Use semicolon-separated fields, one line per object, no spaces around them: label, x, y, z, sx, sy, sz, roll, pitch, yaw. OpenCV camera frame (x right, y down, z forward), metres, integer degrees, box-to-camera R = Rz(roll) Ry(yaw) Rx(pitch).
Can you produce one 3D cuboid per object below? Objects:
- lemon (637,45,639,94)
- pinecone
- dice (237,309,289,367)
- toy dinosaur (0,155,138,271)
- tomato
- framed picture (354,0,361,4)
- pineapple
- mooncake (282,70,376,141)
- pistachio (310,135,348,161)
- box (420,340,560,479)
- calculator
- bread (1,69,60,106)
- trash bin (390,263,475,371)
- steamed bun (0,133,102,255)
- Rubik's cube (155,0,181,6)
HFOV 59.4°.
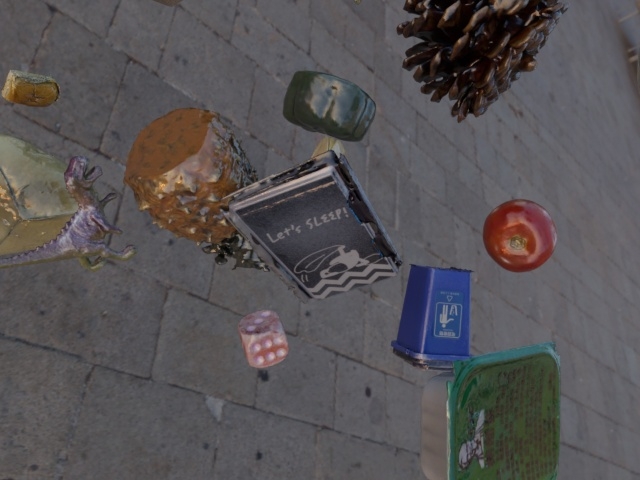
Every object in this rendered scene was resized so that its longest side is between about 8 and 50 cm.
lemon;0.608;-0.236;0.750;0.348;0.348;0.348;24;55;-40
pinecone;0.367;-0.499;1.360;0.397;0.397;0.398;24;55;-40
dice;-0.124;0.211;1.213;0.093;0.091;0.094;-17;119;-13
toy dinosaur;-0.417;-0.002;0.913;0.251;0.072;0.200;-45;137;-5
tomato;0.527;-0.015;1.491;0.195;0.195;0.136;62;27;-7
framed picture;0.045;-0.726;1.298;0.296;0.232;0.019;47;59;-7
pineapple;-0.134;-0.043;0.768;0.279;0.157;0.158;56;35;-49
mooncake;0.015;-0.252;1.075;0.168;0.175;0.104;14;95;-21
pistachio;0.021;-0.203;1.603;0.117;0.145;0.201;22;72;-2
box;0.277;0.305;0.933;0.336;0.106;0.264;2;88;-40
calculator;0.000;-0.001;0.740;0.274;0.165;0.028;54;21;-50
bread;-0.606;-0.314;1.181;0.053;0.072;0.106;52;28;21
trash bin;0.264;0.175;1.311;0.162;0.184;0.235;6;90;-17
steamed bun;-0.516;-0.072;1.022;0.212;0.110;0.231;0;111;-12
Rubik's cube;-0.328;-0.712;1.063;0.346;0.344;0.347;-10;87;-56
